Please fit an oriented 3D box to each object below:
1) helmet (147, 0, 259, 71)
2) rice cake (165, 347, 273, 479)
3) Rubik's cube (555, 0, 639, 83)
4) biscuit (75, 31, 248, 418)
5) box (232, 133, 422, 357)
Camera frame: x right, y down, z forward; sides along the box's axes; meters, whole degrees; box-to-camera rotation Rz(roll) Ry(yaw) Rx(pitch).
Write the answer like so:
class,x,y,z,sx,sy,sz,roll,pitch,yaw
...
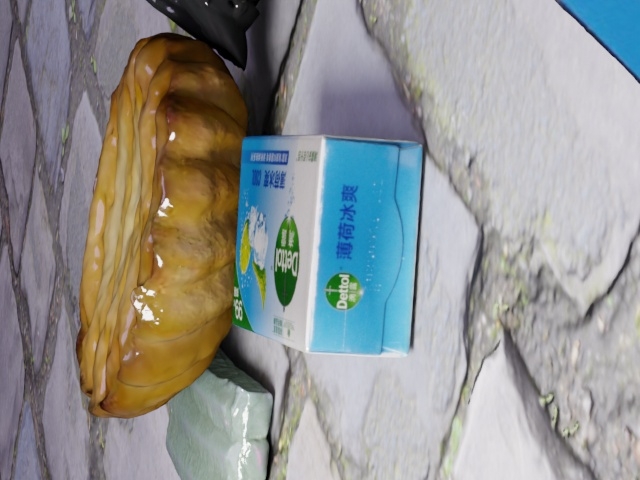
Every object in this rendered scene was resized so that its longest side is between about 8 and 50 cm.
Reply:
class,x,y,z,sx,sy,sz,roll,pitch,yaw
helmet,-0.114,-0.282,1.497,0.160,0.279,0.230,-49,25,-5
rice cake,-0.090,0.157,1.569,0.237,0.043,0.127,-153,67,-72
Rubik's cube,0.206,-0.088,0.643,0.250,0.284,0.234,16,127,39
biscuit,-0.129,-0.011,1.545,0.326,0.107,0.325,-170,90,-72
box,0.000,0.000,1.254,0.194,0.073,0.139,-172,86,-73
